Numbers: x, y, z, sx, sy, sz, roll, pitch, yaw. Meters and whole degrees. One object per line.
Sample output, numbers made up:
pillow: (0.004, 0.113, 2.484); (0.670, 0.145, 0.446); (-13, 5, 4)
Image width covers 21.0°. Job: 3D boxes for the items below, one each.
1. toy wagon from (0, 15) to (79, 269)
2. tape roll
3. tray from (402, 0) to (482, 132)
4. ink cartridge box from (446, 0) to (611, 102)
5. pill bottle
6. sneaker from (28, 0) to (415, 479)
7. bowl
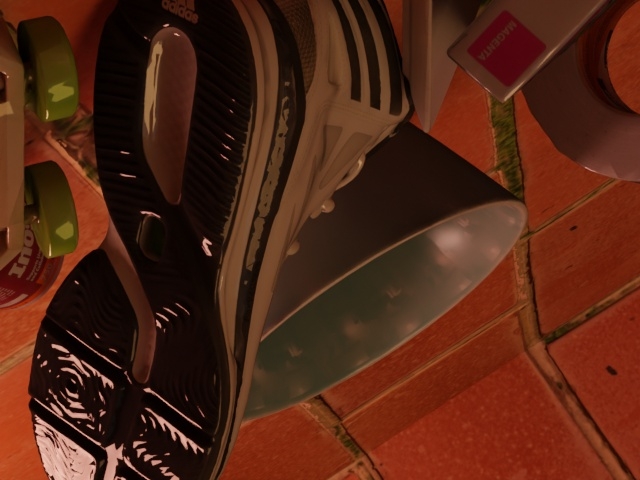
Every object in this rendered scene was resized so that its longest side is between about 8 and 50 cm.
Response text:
toy wagon: (-0.260, -0.055, 0.889); (0.267, 0.068, 0.344); (-15, 145, -19)
tape roll: (0.273, -0.154, 1.401); (0.219, 0.219, 0.072); (-40, 160, 21)
tray: (0.080, -0.199, 1.100); (0.270, 0.030, 0.145); (85, 23, -59)
ink cartridge box: (0.200, -0.202, 1.242); (0.186, 0.065, 0.311); (-47, 180, 20)
pill bottle: (-0.236, -0.003, 1.126); (0.086, 0.086, 0.152); (-36, 163, 10)
sneaker: (-0.043, 0.009, 1.202); (0.257, 0.169, 0.447); (-23, 137, -48)
bowl: (0.000, 0.000, 1.428); (0.311, 0.163, 0.311); (-29, 162, -10)
